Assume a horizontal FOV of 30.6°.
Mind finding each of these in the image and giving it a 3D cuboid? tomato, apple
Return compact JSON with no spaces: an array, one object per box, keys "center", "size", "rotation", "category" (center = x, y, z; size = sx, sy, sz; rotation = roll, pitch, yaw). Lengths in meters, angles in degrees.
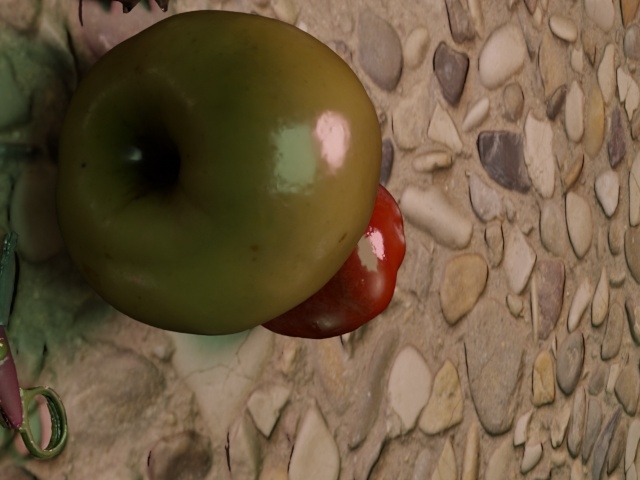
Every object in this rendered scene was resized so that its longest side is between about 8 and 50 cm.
[{"center":[0.000,0.000,1.113],"size":[0.151,0.187,0.187],"rotation":[51,49,-18],"category":"tomato"},{"center":[-0.080,-0.054,0.931],"size":[0.262,0.262,0.262],"rotation":[-6,97,-55],"category":"apple"}]

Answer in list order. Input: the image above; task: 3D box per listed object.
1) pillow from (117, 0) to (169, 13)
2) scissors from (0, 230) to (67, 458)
[{"center":[-0.115,-0.270,1.017],"size":[0.241,0.051,0.093],"rotation":[-55,151,-29],"category":"pillow"},{"center":[-0.249,0.087,0.881],"size":[0.134,0.020,0.187],"rotation":[-9,101,-51],"category":"scissors"}]
